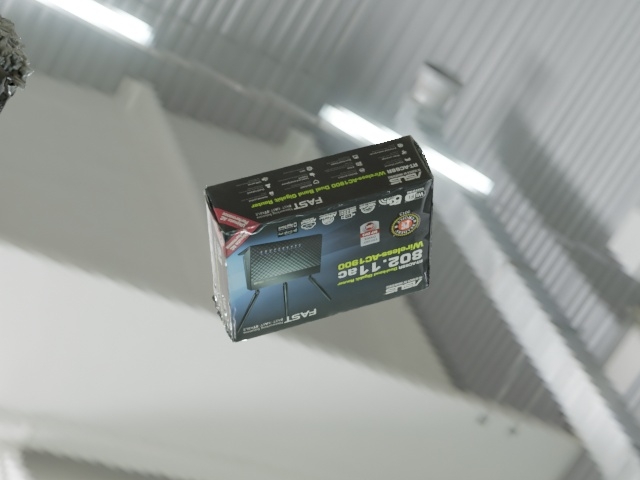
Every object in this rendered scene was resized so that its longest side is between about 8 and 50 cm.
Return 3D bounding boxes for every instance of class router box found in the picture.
[{"bbox_3d":[0.000,0.000,0.946,0.122,0.092,0.038,-15,-131,-11],"label":"router box"}]

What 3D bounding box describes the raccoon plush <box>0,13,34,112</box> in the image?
[{"bbox_3d":[-0.351,-0.193,0.997,0.446,0.299,0.216,-19,-141,-20],"label":"raccoon plush"}]
